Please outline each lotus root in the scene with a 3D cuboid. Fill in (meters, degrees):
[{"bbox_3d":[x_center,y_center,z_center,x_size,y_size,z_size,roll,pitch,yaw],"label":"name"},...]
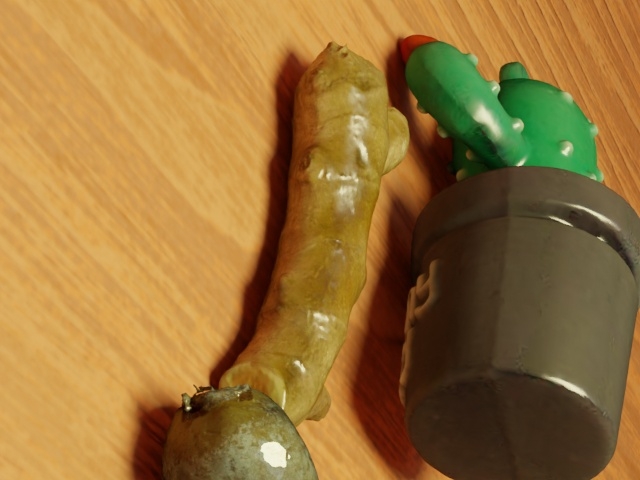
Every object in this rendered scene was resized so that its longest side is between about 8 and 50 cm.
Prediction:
[{"bbox_3d":[-0.040,0.153,0.763,0.088,0.088,0.165,-50,129,-52],"label":"lotus root"}]

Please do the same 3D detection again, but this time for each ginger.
[{"bbox_3d":[-0.003,0.000,0.884,0.118,0.065,0.298,48,47,-39],"label":"ginger"}]

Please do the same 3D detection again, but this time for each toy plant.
[{"bbox_3d":[0.156,-0.008,1.056,0.279,0.185,0.400,33,43,-18],"label":"toy plant"}]
